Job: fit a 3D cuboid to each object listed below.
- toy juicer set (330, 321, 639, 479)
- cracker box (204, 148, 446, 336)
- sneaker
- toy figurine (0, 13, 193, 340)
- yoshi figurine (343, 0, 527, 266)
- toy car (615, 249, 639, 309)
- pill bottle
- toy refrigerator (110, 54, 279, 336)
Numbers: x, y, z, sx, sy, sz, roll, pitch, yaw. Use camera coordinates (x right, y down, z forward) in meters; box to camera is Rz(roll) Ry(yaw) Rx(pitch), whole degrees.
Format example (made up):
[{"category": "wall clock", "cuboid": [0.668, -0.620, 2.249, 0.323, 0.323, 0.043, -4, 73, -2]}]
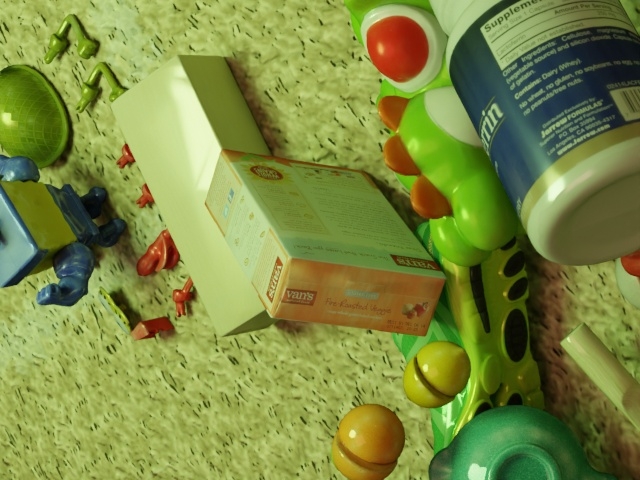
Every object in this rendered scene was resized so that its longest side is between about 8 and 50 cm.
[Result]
[{"category": "toy juicer set", "cuboid": [0.163, 0.179, 1.750, 0.329, 0.089, 0.209, -20, 85, -5]}, {"category": "cracker box", "cuboid": [0.000, 0.000, 1.816, 0.232, 0.156, 0.067, -124, 48, -58]}, {"category": "sneaker", "cuboid": [0.136, 0.115, 1.838, 0.123, 0.109, 0.295, 15, 108, 59]}, {"category": "toy figurine", "cuboid": [-0.295, -0.056, 2.060, 0.191, 0.217, 0.362, -43, 72, 34]}, {"category": "yoshi figurine", "cuboid": [0.135, -0.144, 1.765, 0.203, 0.203, 0.362, -11, 69, 0]}, {"category": "toy car", "cuboid": [0.295, -0.020, 1.655, 0.159, 0.136, 0.182, -24, 82, 38]}, {"category": "pill bottle", "cuboid": [0.191, -0.124, 1.577, 0.153, 0.153, 0.264, -46, 53, 33]}, {"category": "toy refrigerator", "cuboid": [-0.098, -0.047, 1.989, 0.102, 0.094, 0.269, -33, 77, 29]}]
